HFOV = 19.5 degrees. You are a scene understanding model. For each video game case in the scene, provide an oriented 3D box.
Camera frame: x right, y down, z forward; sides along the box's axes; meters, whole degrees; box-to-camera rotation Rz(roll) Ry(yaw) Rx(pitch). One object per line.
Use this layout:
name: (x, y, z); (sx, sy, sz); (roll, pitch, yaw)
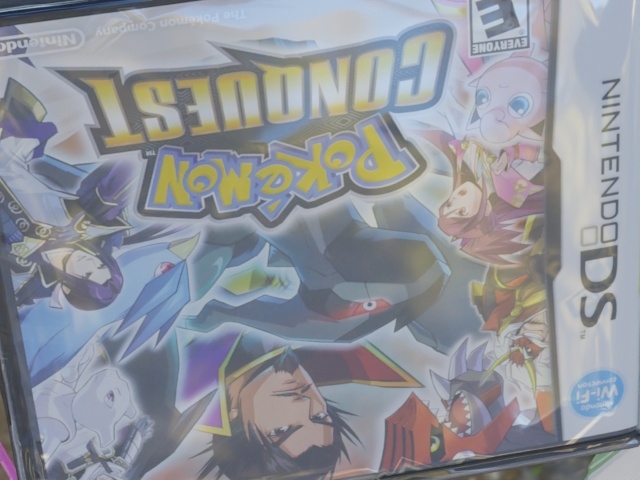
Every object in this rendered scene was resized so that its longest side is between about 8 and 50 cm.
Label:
video game case: (0.000, 0.000, 0.761); (0.035, 0.275, 0.248); (-111, 15, -58)

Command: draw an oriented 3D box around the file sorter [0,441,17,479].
file sorter: (-0.146, 0.095, 1.255); (0.291, 0.202, 0.182); (-31, 73, -2)

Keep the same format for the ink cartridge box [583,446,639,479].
ink cartridge box: (0.249, 0.122, 0.922); (0.171, 0.056, 0.235); (37, 151, 3)
